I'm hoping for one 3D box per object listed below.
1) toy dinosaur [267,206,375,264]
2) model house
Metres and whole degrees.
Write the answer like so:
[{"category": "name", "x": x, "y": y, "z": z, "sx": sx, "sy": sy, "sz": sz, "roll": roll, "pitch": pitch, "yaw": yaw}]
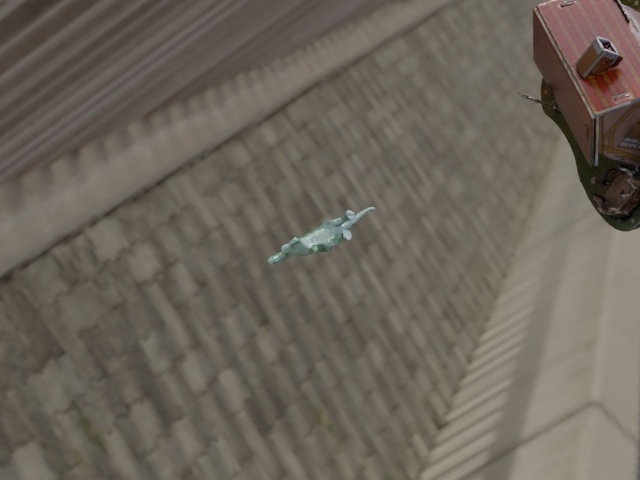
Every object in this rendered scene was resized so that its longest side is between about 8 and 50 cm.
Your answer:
[{"category": "toy dinosaur", "x": 0.000, "y": 0.000, "z": 1.069, "sx": 0.083, "sy": 0.062, "sz": 0.021, "roll": -19, "pitch": 84, "yaw": -55}, {"category": "model house", "x": 0.321, "y": -0.176, "z": 1.800, "sx": 0.154, "sy": 0.207, "sz": 0.294, "roll": 14, "pitch": 41, "yaw": -35}]
